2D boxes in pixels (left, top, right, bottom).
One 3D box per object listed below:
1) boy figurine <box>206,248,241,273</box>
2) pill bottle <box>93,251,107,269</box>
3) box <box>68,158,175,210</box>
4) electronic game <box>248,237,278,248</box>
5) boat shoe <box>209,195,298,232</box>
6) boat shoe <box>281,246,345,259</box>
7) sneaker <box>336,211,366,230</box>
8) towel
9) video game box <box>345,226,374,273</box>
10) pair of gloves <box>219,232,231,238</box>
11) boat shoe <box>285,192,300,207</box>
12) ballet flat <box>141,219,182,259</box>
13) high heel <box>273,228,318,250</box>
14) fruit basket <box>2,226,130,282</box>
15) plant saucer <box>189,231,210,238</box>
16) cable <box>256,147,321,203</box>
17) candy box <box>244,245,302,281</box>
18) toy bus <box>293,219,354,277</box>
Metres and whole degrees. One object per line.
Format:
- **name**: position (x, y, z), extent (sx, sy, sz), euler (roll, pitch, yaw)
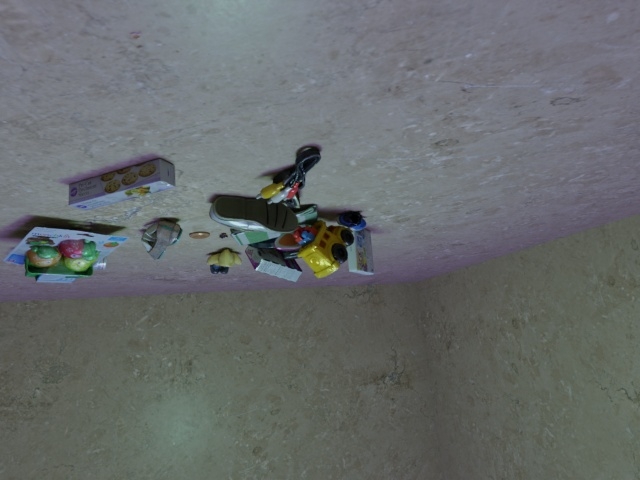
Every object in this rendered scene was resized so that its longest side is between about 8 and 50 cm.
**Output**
- **boy figurine**: position (-0.474, 0.106, 2.384), extent (0.177, 0.092, 0.285), euler (3, 168, -22)
- **pill bottle**: position (-1.007, 0.081, 2.047), extent (0.160, 0.087, 0.087), euler (4, 164, -34)
- **box**: position (-0.538, -0.147, 1.287), extent (0.324, 0.067, 0.063), euler (-10, 166, 22)
- **electronic game**: position (-0.218, -0.018, 2.025), extent (0.229, 0.048, 0.229), euler (-6, 159, -2)
- **boat shoe**: position (-0.226, -0.084, 1.624), extent (0.302, 0.113, 0.103), euler (13, 161, -26)
- **boat shoe**: position (-0.025, 0.045, 2.228), extent (0.335, 0.119, 0.121), euler (-2, 167, -13)
- **sneaker**: position (0.145, -0.077, 1.898), extent (0.152, 0.058, 0.084), euler (14, 167, -38)
- **towel**: position (-0.170, -0.052, 1.819), extent (0.325, 0.038, 0.248), euler (-16, 169, -5)
- **video game box**: position (0.176, 0.045, 2.119), extent (0.048, 0.205, 0.187), euler (-10, 166, 26)
- **pair of gloves**: position (-0.389, -0.019, 2.041), extent (0.083, 0.010, 0.074), euler (-1, 167, -17)
- **boat shoe**: position (-0.093, -0.132, 1.558), extent (0.049, 0.056, 0.152), euler (-11, 167, 0)
- **ballet flat**: position (-0.623, -0.011, 1.830), extent (0.106, 0.107, 0.316), euler (24, 149, -25)
- **high heel**: position (-0.110, 0.010, 1.917), extent (0.244, 0.082, 0.117), euler (-26, 169, -45)
- **fruit basket**: position (-0.935, 0.046, 1.762), extent (0.353, 0.165, 0.327), euler (-20, 161, 38)
- **plant saucer**: position (-0.501, -0.020, 1.981), extent (0.083, 0.013, 0.083), euler (-6, 168, -1)
- **cable**: position (-0.063, -0.173, 1.355), extent (0.139, 0.072, 0.287), euler (-3, 168, -36)
- **candy box**: position (-0.214, 0.097, 2.191), extent (0.233, 0.159, 0.071), euler (22, 109, -37)
- **toy bus**: position (0.000, 0.000, 1.847), extent (0.211, 0.220, 0.149), euler (42, 136, -16)
